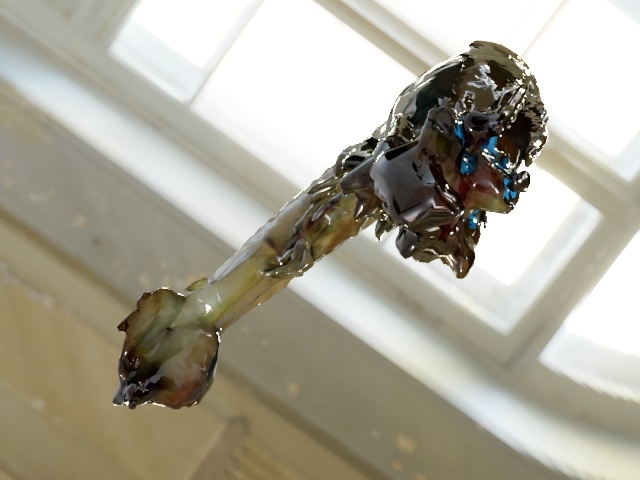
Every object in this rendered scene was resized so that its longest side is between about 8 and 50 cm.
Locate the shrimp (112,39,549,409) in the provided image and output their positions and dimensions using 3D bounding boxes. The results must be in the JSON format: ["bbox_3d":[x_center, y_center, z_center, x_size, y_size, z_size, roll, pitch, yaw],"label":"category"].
[{"bbox_3d":[0.000,0.000,0.622,0.222,0.054,0.290,-38,-174,3],"label":"shrimp"}]
